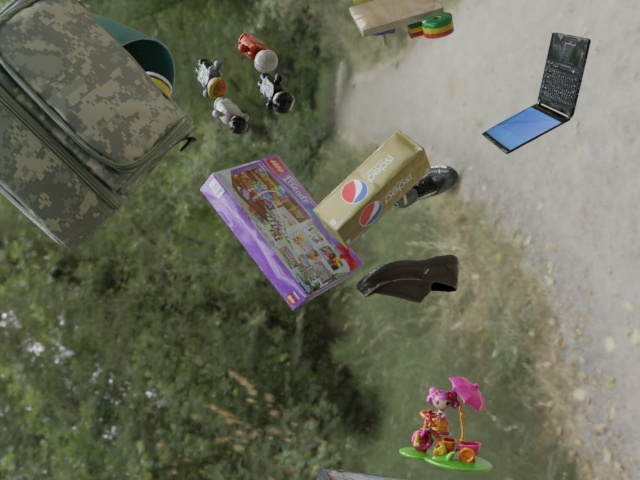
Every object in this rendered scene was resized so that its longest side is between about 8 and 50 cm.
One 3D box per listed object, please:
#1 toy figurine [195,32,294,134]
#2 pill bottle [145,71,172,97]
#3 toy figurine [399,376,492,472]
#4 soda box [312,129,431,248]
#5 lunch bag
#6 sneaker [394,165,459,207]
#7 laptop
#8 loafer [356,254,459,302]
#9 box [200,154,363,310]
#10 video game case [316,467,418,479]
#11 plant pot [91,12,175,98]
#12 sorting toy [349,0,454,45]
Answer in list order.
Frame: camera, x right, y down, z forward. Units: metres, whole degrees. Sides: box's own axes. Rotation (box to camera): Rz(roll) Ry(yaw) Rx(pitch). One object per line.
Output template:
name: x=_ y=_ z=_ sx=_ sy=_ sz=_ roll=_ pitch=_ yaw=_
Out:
toy figurine: x=-0.190 y=-0.387 z=1.869 sx=0.148 sy=0.210 sz=0.213 roll=53 pitch=170 yaw=40
pill bottle: x=-0.289 y=-0.214 z=1.217 sx=0.065 sy=0.065 sz=0.116 roll=112 pitch=171 yaw=-61
toy figurine: x=0.242 y=0.334 z=1.391 sx=0.130 sy=0.173 sz=0.159 roll=14 pitch=-98 yaw=-73
soda box: x=0.079 y=-0.077 z=1.106 sx=0.181 sy=0.058 sz=0.061 roll=-44 pitch=-32 yaw=-7
lunch bag: x=-0.356 y=-0.176 z=1.021 sx=0.256 sy=0.305 sz=0.212 roll=-45 pitch=11 yaw=-8
sneaker: x=0.239 y=-0.129 z=1.898 sx=0.106 sy=0.234 sz=0.078 roll=-53 pitch=-53 yaw=-52
laptop: x=0.486 y=-0.343 z=1.699 sx=0.234 sy=0.137 sz=0.264 roll=-98 pitch=14 yaw=-70
loafer: x=0.175 y=0.080 z=1.406 sx=0.080 sy=0.220 sz=0.078 roll=126 pitch=131 yaw=-64
box: x=-0.070 y=-0.024 z=1.434 sx=0.057 sy=0.293 sz=0.201 roll=-45 pitch=-12 yaw=36
video game case: x=0.139 y=0.473 z=1.309 sx=0.275 sy=0.248 sz=0.035 roll=-171 pitch=92 yaw=-79
plant pot: x=-0.490 y=-0.337 z=1.539 sx=0.293 sy=0.235 sz=0.293 roll=-50 pitch=-18 yaw=-23
sorting toy: x=0.123 y=-0.362 z=1.211 sx=0.274 sy=0.132 sz=0.046 roll=-103 pitch=-3 yaw=-57
